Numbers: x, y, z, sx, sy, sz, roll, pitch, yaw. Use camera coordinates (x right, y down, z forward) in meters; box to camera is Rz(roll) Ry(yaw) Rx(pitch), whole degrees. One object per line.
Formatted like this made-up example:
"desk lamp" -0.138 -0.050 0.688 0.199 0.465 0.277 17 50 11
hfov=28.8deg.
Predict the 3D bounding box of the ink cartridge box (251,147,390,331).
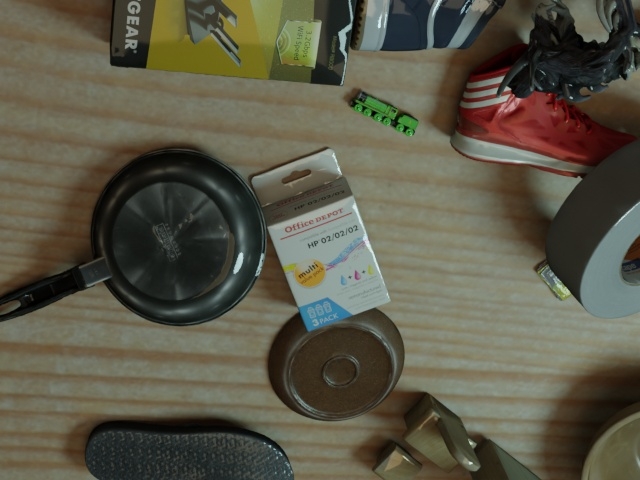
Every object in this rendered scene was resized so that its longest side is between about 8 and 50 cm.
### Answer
"ink cartridge box" 0.000 0.000 1.409 0.104 0.061 0.181 -21 116 0

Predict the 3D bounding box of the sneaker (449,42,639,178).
"sneaker" 0.261 -0.145 1.376 0.221 0.087 0.128 3 115 -12

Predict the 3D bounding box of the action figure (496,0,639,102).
"action figure" 0.286 -0.219 1.283 0.276 0.164 0.141 -15 88 -33

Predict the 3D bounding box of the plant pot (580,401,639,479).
"plant pot" 0.449 0.286 1.574 0.237 0.110 0.237 4 113 10

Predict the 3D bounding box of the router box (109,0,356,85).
"router box" -0.078 -0.318 1.239 0.243 0.081 0.309 3 114 -11

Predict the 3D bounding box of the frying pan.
"frying pan" -0.222 -0.002 1.366 0.326 0.053 0.197 0 96 5

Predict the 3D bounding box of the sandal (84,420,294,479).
"sandal" -0.154 0.258 1.514 0.254 0.054 0.097 12 105 -4

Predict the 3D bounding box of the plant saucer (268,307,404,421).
"plant saucer" 0.022 0.152 1.502 0.168 0.029 0.168 -3 115 -7

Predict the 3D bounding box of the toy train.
"toy train" 0.072 -0.140 1.382 0.083 0.017 0.023 24 99 -19

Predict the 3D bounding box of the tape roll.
"tape roll" 0.363 -0.015 1.409 0.219 0.072 0.219 -21 141 -18

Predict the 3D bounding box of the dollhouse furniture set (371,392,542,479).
"dollhouse furniture set" 0.131 0.427 1.543 0.303 0.174 0.355 40 100 -17

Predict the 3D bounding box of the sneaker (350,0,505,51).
"sneaker" 0.121 -0.322 1.261 0.153 0.099 0.282 4 119 -9

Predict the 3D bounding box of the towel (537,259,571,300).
"towel" 0.308 0.032 1.506 0.083 0.009 0.060 -36 114 7
